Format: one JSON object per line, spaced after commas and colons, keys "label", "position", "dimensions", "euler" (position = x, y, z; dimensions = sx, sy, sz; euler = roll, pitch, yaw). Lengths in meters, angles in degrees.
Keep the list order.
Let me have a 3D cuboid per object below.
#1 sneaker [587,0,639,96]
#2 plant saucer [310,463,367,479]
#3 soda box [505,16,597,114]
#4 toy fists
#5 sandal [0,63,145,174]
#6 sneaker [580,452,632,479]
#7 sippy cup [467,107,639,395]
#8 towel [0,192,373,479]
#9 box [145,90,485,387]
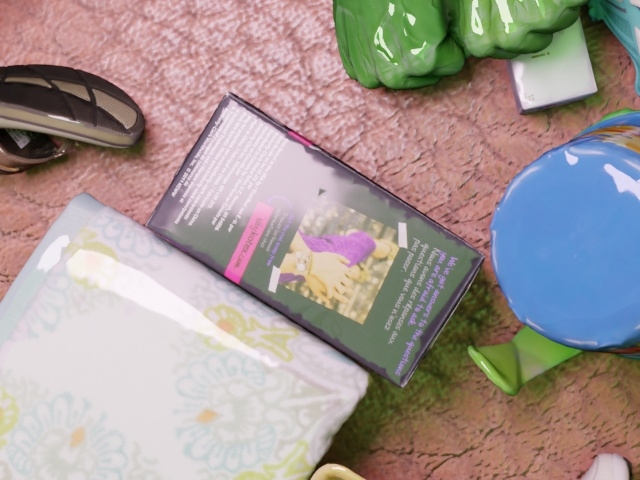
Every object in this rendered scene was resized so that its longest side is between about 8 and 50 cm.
{"label": "sneaker", "position": [0.273, -0.248, 1.285], "dimensions": [0.107, 0.110, 0.275], "euler": [-31, 94, -40]}
{"label": "plant saucer", "position": [0.078, 0.404, 1.241], "dimensions": [0.333, 0.081, 0.333], "euler": [29, 99, 7]}
{"label": "soda box", "position": [0.197, -0.232, 1.317], "dimensions": [0.074, 0.069, 0.216], "euler": [-14, 90, 5]}
{"label": "toy fists", "position": [0.124, -0.217, 1.257], "dimensions": [0.279, 0.096, 0.142], "euler": [-13, 77, 40]}
{"label": "sandal", "position": [-0.315, -0.111, 1.350], "dimensions": [0.303, 0.120, 0.086], "euler": [2, 118, 6]}
{"label": "sneaker", "position": [0.187, 0.313, 1.309], "dimensions": [0.118, 0.110, 0.292], "euler": [34, 92, 12]}
{"label": "sippy cup", "position": [0.258, 0.000, 1.201], "dimensions": [0.240, 0.224, 0.305], "euler": [11, 98, 27]}
{"label": "towel", "position": [-0.184, 0.192, 1.255], "dimensions": [0.320, 0.090, 0.374], "euler": [32, 89, 4]}
{"label": "box", "position": [0.000, 0.000, 1.285], "dimensions": [0.270, 0.165, 0.143], "euler": [33, 92, 3]}
